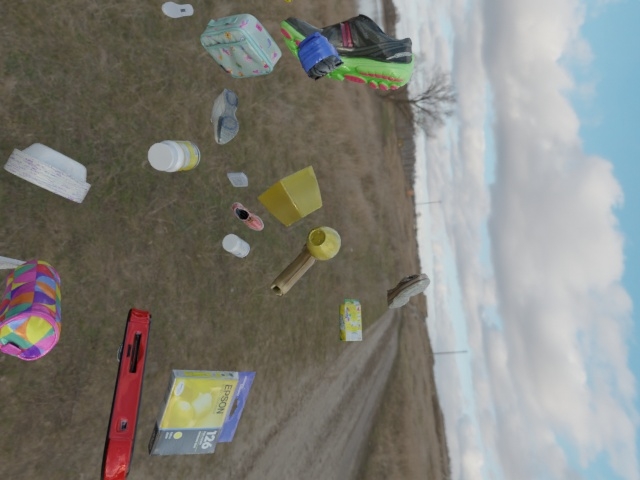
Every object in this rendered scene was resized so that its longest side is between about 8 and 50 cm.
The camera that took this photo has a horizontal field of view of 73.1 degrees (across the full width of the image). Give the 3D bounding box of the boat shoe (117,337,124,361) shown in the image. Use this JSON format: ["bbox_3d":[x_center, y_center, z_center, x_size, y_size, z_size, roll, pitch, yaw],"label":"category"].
[{"bbox_3d":[-0.906,0.473,2.067,0.076,0.080,0.228,105,9,-69],"label":"boat shoe"}]

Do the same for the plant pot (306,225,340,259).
[{"bbox_3d":[0.000,0.000,1.626,0.095,0.134,0.134,40,44,-69],"label":"plant pot"}]

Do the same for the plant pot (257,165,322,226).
[{"bbox_3d":[-0.120,-0.188,1.972,0.212,0.212,0.187,-33,95,-40],"label":"plant pot"}]

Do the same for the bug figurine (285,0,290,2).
[{"bbox_3d":[-0.148,-0.583,0.837,0.072,0.279,0.216,-61,-150,10],"label":"bug figurine"}]

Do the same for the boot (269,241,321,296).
[{"bbox_3d":[-0.102,0.115,1.757,0.269,0.089,0.236,-47,178,-22],"label":"boot"}]

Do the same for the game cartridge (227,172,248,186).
[{"bbox_3d":[-0.270,-0.201,1.425,0.083,0.056,0.017,79,13,-71],"label":"game cartridge"}]

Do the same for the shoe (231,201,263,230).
[{"bbox_3d":[-0.324,-0.098,1.938,0.178,0.063,0.081,42,4,-25],"label":"shoe"}]

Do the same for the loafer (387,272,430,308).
[{"bbox_3d":[0.149,0.083,0.769,0.125,0.045,0.039,122,-40,-55],"label":"loafer"}]

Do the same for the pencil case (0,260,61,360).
[{"bbox_3d":[-0.543,0.124,0.810,0.236,0.104,0.104,34,-37,54],"label":"pencil case"}]

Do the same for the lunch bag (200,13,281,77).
[{"bbox_3d":[-0.305,-0.720,1.604,0.224,0.279,0.107,40,68,-47],"label":"lunch bag"}]

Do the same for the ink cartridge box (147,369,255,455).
[{"bbox_3d":[-0.397,0.593,1.487,0.072,0.307,0.303,35,-72,58],"label":"ink cartridge box"}]

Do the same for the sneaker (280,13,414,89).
[{"bbox_3d":[0.096,-0.682,1.514,0.185,0.483,0.202,115,-8,-84],"label":"sneaker"}]

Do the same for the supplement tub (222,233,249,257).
[{"bbox_3d":[-0.335,0.022,1.719,0.107,0.071,0.071,43,41,-65],"label":"supplement tub"}]

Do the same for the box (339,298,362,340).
[{"bbox_3d":[0.131,0.348,1.892,0.105,0.043,0.179,11,74,-41],"label":"box"}]

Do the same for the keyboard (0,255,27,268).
[{"bbox_3d":[-0.665,0.040,0.842,0.256,0.072,0.014,139,-60,-76],"label":"keyboard"}]

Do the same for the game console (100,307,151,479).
[{"bbox_3d":[-0.470,0.392,1.033,0.342,0.060,0.386,123,-31,-42],"label":"game console"}]

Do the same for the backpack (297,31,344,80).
[{"bbox_3d":[-0.011,-0.477,1.114,0.101,0.098,0.120,56,19,-5],"label":"backpack"}]

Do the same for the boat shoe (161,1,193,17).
[{"bbox_3d":[-0.370,-0.586,1.097,0.100,0.035,0.035,-44,136,-50],"label":"boat shoe"}]

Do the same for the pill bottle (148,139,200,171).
[{"bbox_3d":[-0.557,-0.322,1.646,0.208,0.119,0.119,-50,131,-74],"label":"pill bottle"}]

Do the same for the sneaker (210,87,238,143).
[{"bbox_3d":[-0.462,-0.572,2.044,0.111,0.129,0.297,28,53,-42],"label":"sneaker"}]

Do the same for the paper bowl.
[{"bbox_3d":[-1.044,-0.272,1.685,0.148,0.284,0.284,-63,161,-7],"label":"paper bowl"}]
